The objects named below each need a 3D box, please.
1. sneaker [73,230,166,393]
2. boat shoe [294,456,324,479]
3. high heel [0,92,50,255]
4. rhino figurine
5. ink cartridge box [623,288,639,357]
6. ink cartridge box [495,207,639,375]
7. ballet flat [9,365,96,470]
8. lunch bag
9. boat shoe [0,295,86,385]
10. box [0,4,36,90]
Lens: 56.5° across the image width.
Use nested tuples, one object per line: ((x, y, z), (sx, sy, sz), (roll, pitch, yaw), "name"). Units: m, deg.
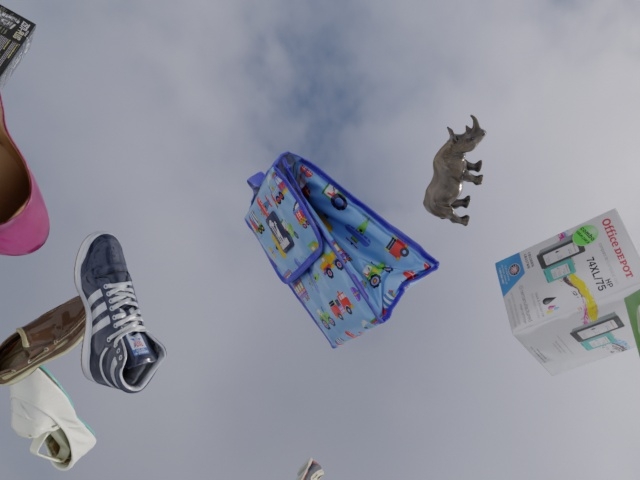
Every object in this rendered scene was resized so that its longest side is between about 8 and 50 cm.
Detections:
((-0.347, 0.129, 1.038), (0.153, 0.099, 0.283), (10, -78, 40), "sneaker")
((-0.025, 0.441, 1.082), (0.043, 0.137, 0.049), (44, -80, 6), "boat shoe")
((-0.316, -0.069, 0.556), (0.181, 0.377, 0.127), (18, -113, 16), "high heel")
((0.284, -0.146, 1.243), (0.106, 0.073, 0.244), (9, -57, -1), "rhino figurine")
((0.471, 0.078, 0.706), (0.062, 0.209, 0.109), (9, -122, -16), "ink cartridge box")
((0.541, 0.111, 1.222), (0.270, 0.198, 0.197), (-30, -53, 27), "ink cartridge box")
((-0.650, 0.433, 1.414), (0.139, 0.139, 0.401), (4, -43, 8), "ballet flat")
((0.000, 0.000, 0.915), (0.138, 0.221, 0.293), (-41, -94, -25), "lunch bag")
((-0.575, 0.204, 1.214), (0.257, 0.095, 0.095), (-41, -109, -6), "boat shoe")
((-0.659, -0.376, 1.139), (0.147, 0.180, 0.077), (26, -39, -23), "box")
